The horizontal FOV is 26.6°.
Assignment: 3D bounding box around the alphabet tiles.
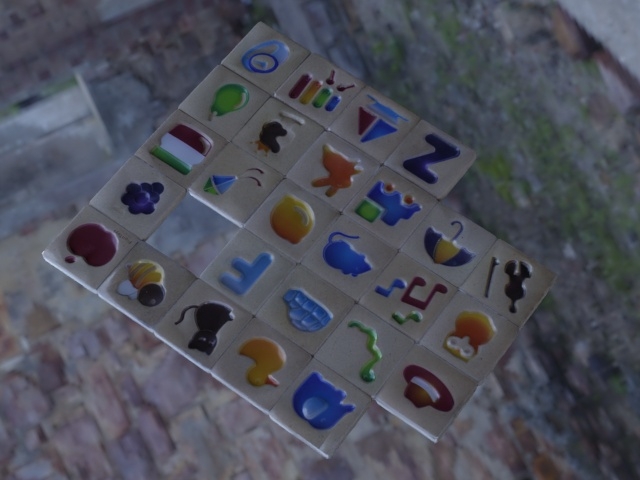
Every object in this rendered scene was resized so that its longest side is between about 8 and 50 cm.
[{"bbox_3d":[0.000,0.000,0.750,0.237,0.198,0.009,33,157,16],"label":"alphabet tiles"}]
